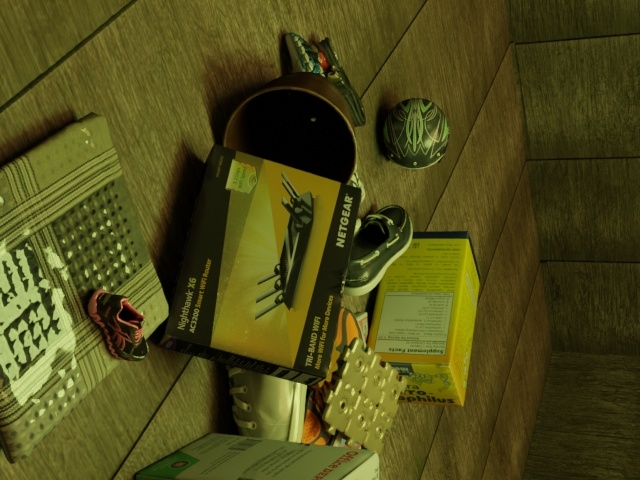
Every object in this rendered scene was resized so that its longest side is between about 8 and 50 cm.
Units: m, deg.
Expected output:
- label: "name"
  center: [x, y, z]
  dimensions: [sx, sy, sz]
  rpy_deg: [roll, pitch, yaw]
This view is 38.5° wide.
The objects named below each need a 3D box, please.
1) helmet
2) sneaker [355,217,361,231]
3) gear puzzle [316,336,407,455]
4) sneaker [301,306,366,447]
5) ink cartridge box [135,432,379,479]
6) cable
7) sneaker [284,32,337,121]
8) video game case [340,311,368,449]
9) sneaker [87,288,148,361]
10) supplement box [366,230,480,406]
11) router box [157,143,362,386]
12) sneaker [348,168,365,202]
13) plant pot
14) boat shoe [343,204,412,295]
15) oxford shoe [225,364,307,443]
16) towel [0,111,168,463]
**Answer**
- label: "helmet"
  center: [0.220, -0.244, 2.115]
  dimensions: [0.161, 0.169, 0.169]
  rpy_deg: [19, 72, -81]
- label: "sneaker"
  center: [0.000, 0.000, 1.608]
  dimensions: [0.292, 0.110, 0.118]
  rpy_deg: [-179, -74, -86]
- label: "gear puzzle"
  center: [0.049, 0.269, 1.638]
  dimensions: [0.339, 0.044, 0.175]
  rpy_deg: [45, 63, -51]
- label: "sneaker"
  center: [-0.008, 0.255, 1.667]
  dimensions: [0.180, 0.124, 0.321]
  rpy_deg: [47, 49, -58]
- label: "ink cartridge box"
  center: [-0.083, 0.370, 1.306]
  dimensions: [0.211, 0.289, 0.122]
  rpy_deg: [-11, 100, -65]
- label: "cable"
  center: [0.027, -0.312, 1.851]
  dimensions: [0.287, 0.072, 0.140]
  rpy_deg: [32, 44, -75]
- label: "sneaker"
  center: [-0.031, -0.287, 1.680]
  dimensions: [0.191, 0.083, 0.071]
  rpy_deg: [65, 22, 0]
- label: "video game case"
  center: [0.060, 0.312, 1.937]
  dimensions: [0.204, 0.025, 0.285]
  rpy_deg: [-22, 111, -64]
- label: "sneaker"
  center: [-0.236, 0.108, 1.126]
  dimensions: [0.047, 0.057, 0.119]
  rpy_deg: [-69, 147, -40]
- label: "supplement box"
  center: [0.241, 0.175, 2.095]
  dimensions: [0.195, 0.194, 0.357]
  rpy_deg: [65, 32, -49]
- label: "router box"
  center: [-0.085, 0.036, 1.365]
  dimensions: [0.081, 0.242, 0.309]
  rpy_deg: [133, -30, -64]
- label: "sneaker"
  center: [0.030, -0.124, 1.799]
  dimensions: [0.234, 0.078, 0.106]
  rpy_deg: [68, 30, -43]
- label: "plant pot"
  center: [-0.035, -0.194, 1.543]
  dimensions: [0.230, 0.215, 0.215]
  rpy_deg: [-76, 156, -60]
- label: "boat shoe"
  center: [0.119, -0.003, 1.954]
  dimensions: [0.302, 0.114, 0.091]
  rpy_deg: [-59, 147, -49]
- label: "oxford shoe"
  center: [-0.095, 0.247, 1.493]
  dimensions: [0.130, 0.169, 0.449]
  rpy_deg: [8, 90, -21]
- label: "towel"
  center: [-0.318, 0.043, 1.092]
  dimensions: [0.324, 0.056, 0.312]
  rpy_deg: [-47, 129, -53]
